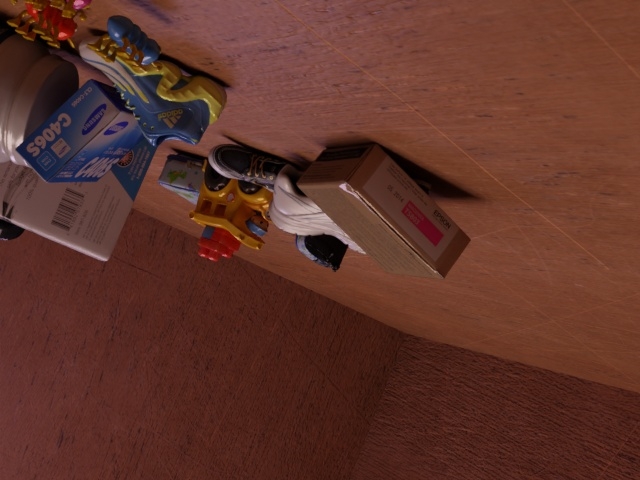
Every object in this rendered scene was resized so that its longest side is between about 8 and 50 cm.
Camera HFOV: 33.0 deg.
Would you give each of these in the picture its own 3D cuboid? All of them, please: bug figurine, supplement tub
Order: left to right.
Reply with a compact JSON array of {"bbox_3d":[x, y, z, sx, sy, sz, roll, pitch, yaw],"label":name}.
[{"bbox_3d":[-0.596,-0.266,1.834,0.316,0.228,0.228,21,172,6],"label":"supplement tub"},{"bbox_3d":[-0.336,-0.307,1.425,0.279,0.072,0.216,22,168,38],"label":"bug figurine"}]

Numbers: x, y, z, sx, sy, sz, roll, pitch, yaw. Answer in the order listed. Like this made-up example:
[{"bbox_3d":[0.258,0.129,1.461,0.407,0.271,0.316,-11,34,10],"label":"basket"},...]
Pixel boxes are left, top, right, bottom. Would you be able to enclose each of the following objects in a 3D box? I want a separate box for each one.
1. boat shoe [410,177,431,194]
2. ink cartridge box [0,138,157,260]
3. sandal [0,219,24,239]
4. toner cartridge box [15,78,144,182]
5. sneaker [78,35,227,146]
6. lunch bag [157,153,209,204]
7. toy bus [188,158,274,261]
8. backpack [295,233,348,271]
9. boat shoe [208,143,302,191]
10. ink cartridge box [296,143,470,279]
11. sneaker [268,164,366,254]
[{"bbox_3d":[0.142,-0.079,1.792,0.046,0.038,0.125,25,171,-24],"label":"boat shoe"},{"bbox_3d":[-0.589,-0.160,2.325,0.395,0.285,0.166,24,172,-13],"label":"ink cartridge box"},{"bbox_3d":[-0.720,-0.141,2.550,0.167,0.107,0.446,27,-144,-9],"label":"sandal"},{"bbox_3d":[-0.382,-0.177,1.818,0.075,0.165,0.348,46,-176,-2],"label":"toner cartridge box"},{"bbox_3d":[-0.269,-0.219,1.635,0.240,0.126,0.091,21,172,2],"label":"sneaker"},{"bbox_3d":[-0.248,-0.116,2.416,0.176,0.090,0.219,16,170,33],"label":"lunch bag"},{"bbox_3d":[-0.159,-0.050,2.189,0.220,0.211,0.149,13,167,41],"label":"toy bus"},{"bbox_3d":[0.000,0.000,2.477,0.114,0.105,0.084,32,167,-28],"label":"backpack"},{"bbox_3d":[-0.115,-0.139,2.028,0.183,0.065,0.083,20,168,-27],"label":"boat shoe"},{"bbox_3d":[0.099,-0.046,1.740,0.234,0.088,0.193,44,163,-20],"label":"ink cartridge box"},{"bbox_3d":[0.049,-0.058,1.944,0.297,0.111,0.129,9,142,6],"label":"sneaker"}]
